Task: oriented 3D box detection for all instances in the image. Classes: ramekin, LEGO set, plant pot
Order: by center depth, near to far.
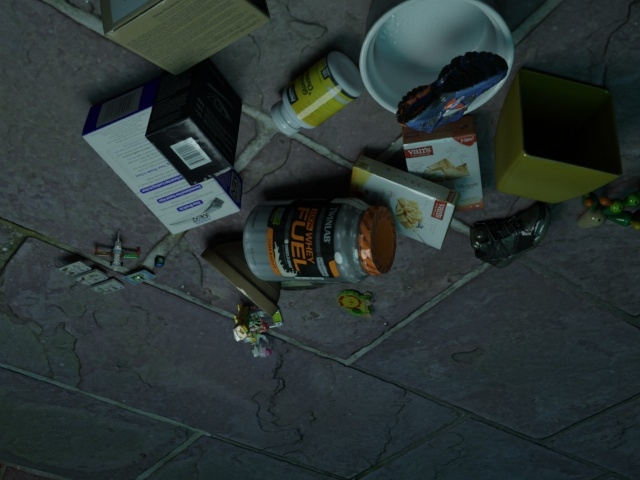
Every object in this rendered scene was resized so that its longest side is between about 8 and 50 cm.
[{"bbox_3d":[0.209,-0.369,1.453,0.277,0.135,0.277,1,138,1],"label":"ramekin"},{"bbox_3d":[0.463,-0.193,1.611,0.212,0.212,0.187,11,151,-11],"label":"plant pot"},{"bbox_3d":[-0.175,0.075,1.949,0.110,0.237,0.237,-49,129,-5],"label":"plant pot"},{"bbox_3d":[-0.533,0.060,2.047,0.244,0.060,0.182,-18,148,22],"label":"LEGO set"},{"bbox_3d":[-0.165,0.229,2.148,0.107,0.132,0.287,-8,160,3],"label":"LEGO set"}]

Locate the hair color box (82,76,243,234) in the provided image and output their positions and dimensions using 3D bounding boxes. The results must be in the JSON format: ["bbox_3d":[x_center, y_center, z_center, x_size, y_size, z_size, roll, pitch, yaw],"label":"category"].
[{"bbox_3d":[-0.333,-0.175,1.710,0.185,0.110,0.339,-18,134,19],"label":"hair color box"}]

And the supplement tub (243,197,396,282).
[{"bbox_3d":[0.000,0.000,1.782,0.316,0.194,0.194,-1,142,27],"label":"supplement tub"}]

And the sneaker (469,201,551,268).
[{"bbox_3d":[0.446,-0.018,1.883,0.130,0.087,0.227,15,143,-25],"label":"sneaker"}]

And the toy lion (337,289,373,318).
[{"bbox_3d":[0.095,0.173,2.156,0.096,0.034,0.100,2,140,9],"label":"toy lion"}]

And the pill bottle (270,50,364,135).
[{"bbox_3d":[-0.010,-0.289,1.573,0.184,0.103,0.103,-32,129,31],"label":"pill bottle"}]

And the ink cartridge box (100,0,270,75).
[{"bbox_3d":[-0.240,-0.412,1.402,0.234,0.088,0.193,-22,157,24],"label":"ink cartridge box"}]

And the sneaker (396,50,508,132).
[{"bbox_3d":[0.244,-0.266,1.421,0.221,0.083,0.087,-25,146,35],"label":"sneaker"}]

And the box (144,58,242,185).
[{"bbox_3d":[-0.245,-0.241,1.555,0.108,0.207,0.153,-19,134,22],"label":"box"}]

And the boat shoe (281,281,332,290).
[{"bbox_3d":[-0.020,0.090,2.032,0.223,0.080,0.073,-6,144,16],"label":"boat shoe"}]

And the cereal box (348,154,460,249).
[{"bbox_3d":[0.181,-0.084,1.764,0.240,0.047,0.173,23,147,12],"label":"cereal box"}]

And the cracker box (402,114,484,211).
[{"bbox_3d":[0.275,-0.160,1.740,0.155,0.067,0.232,-7,137,12],"label":"cracker box"}]

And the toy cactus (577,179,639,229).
[{"bbox_3d":[0.664,-0.081,1.818,0.219,0.112,0.180,15,156,-18],"label":"toy cactus"}]

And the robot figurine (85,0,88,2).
[{"bbox_3d":[-0.389,-0.552,1.210,0.300,0.200,0.353,-29,137,-9],"label":"robot figurine"}]
